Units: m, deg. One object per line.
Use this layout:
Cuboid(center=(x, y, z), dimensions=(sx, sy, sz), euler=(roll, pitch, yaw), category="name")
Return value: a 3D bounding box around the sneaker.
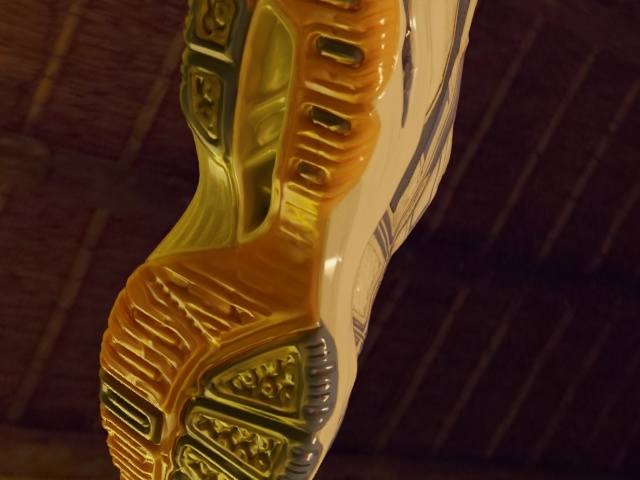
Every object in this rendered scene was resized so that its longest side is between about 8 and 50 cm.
Cuboid(center=(0.000, 0.000, 0.539), dimensions=(0.112, 0.131, 0.296), euler=(32, -59, 21), category="sneaker")
